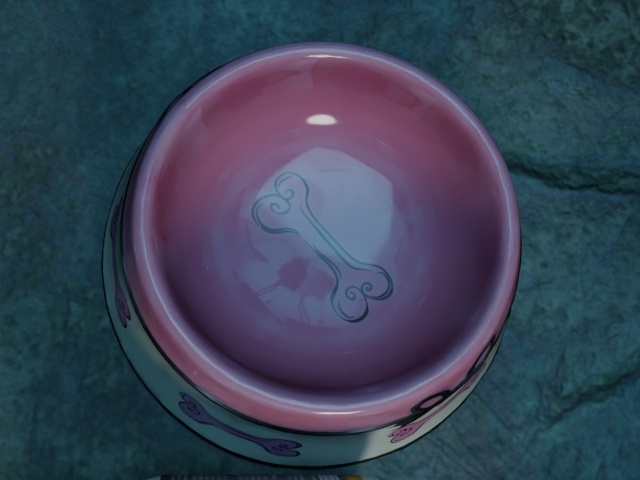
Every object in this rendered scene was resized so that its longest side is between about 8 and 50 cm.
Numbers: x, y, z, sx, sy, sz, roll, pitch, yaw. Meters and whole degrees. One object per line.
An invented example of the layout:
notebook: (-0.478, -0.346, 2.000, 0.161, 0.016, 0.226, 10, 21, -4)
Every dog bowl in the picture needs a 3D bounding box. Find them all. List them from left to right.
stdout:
dog bowl: (0.000, 0.000, 0.947, 0.408, 0.150, 0.408, 2, 75, -7)

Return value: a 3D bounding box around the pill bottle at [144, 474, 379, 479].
pill bottle: (-0.082, 0.278, 0.858, 0.278, 0.162, 0.162, 1, 75, -6)
